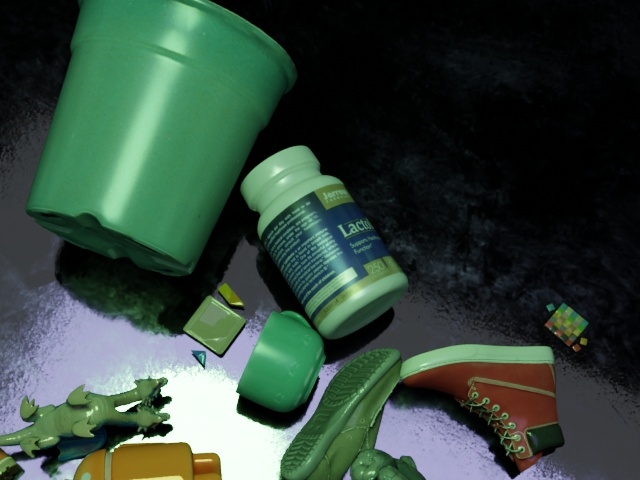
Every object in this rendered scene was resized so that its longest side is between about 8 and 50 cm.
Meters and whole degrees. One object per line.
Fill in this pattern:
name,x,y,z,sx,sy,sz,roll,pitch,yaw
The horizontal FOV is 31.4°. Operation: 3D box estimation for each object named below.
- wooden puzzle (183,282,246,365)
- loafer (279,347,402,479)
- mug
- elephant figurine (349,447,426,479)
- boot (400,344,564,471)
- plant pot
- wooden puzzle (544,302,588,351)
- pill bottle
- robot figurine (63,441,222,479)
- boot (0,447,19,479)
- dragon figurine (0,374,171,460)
wooden puzzle,-0.157,0.126,1.700,0.078,0.014,0.116,38,71,15
loafer,0.042,0.260,1.635,0.251,0.094,0.087,-50,114,-20
mug,-0.045,0.167,1.630,0.097,0.129,0.158,25,69,2
elephant figurine,0.047,0.408,1.538,0.239,0.186,0.169,-51,46,5
boot,0.236,0.243,1.631,0.244,0.088,0.176,2,71,-19
plant pot,-0.246,-0.145,1.646,0.341,0.341,0.334,18,77,3
wooden puzzle,0.377,0.129,1.742,0.083,0.006,0.049,41,72,11
pill bottle,0.000,0.000,1.684,0.153,0.153,0.265,-30,75,-14
robot figurine,-0.242,0.342,1.549,0.219,0.128,0.158,-4,69,-6
boot,-0.505,0.337,1.574,0.084,0.059,0.158,42,64,14
dragon figurine,-0.351,0.258,1.596,0.289,0.144,0.085,-19,73,9
